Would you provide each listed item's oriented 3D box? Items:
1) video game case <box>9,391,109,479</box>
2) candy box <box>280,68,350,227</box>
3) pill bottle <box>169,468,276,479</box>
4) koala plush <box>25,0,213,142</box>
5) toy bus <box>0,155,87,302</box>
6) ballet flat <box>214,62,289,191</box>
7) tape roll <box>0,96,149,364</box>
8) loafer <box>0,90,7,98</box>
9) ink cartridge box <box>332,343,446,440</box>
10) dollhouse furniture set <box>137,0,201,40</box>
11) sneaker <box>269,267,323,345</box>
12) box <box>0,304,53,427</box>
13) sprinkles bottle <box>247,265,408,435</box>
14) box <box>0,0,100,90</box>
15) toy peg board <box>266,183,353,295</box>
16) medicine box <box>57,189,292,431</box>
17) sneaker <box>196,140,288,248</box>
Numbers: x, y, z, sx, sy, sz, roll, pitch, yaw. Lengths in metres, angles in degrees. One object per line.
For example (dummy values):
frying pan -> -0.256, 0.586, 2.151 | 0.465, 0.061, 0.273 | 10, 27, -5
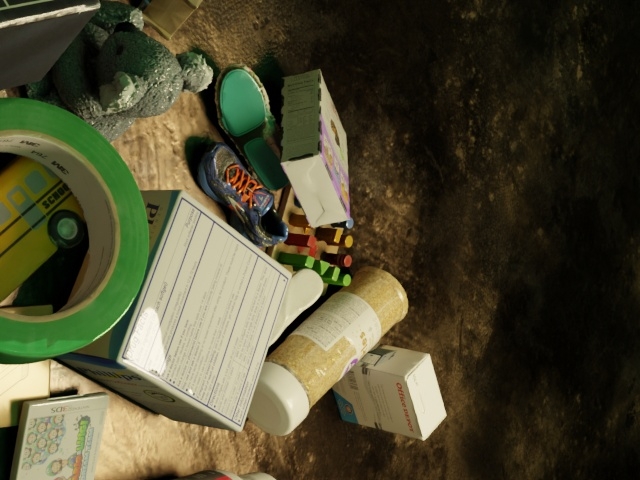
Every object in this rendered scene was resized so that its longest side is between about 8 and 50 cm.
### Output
video game case -> -0.369, 0.295, 1.749 | 0.143, 0.019, 0.157 | -1, 107, -50
candy box -> -0.008, -0.150, 2.011 | 0.165, 0.070, 0.196 | 65, 19, -47
pill bottle -> -0.195, 0.445, 1.875 | 0.318, 0.176, 0.176 | -5, 99, -49
koala plush -> -0.266, -0.217, 1.667 | 0.196, 0.221, 0.203 | -22, 112, -47
toy bus -> -0.415, 0.002, 1.589 | 0.130, 0.108, 0.332 | 53, 54, -16
ballet flat -> -0.111, -0.184, 1.974 | 0.091, 0.077, 0.241 | -20, 123, -1
tape roll -> -0.368, -0.011, 1.511 | 0.321, 0.077, 0.321 | 10, 71, -33
loafer -> -0.428, -0.201, 1.618 | 0.039, 0.045, 0.125 | -42, 122, -47
ink cartridge box -> 0.114, 0.262, 2.203 | 0.082, 0.191, 0.139 | -40, 124, -40
dollhouse furniture set -> -0.241, -0.410, 1.777 | 0.184, 0.129, 0.129 | 36, 64, -14
sneaker -> -0.090, 0.129, 2.042 | 0.212, 0.094, 0.080 | -33, 87, -21
box -> -0.447, 0.171, 1.660 | 0.201, 0.021, 0.164 | 0, 95, -49
sprinkles bottle -> 0.008, 0.182, 2.123 | 0.355, 0.121, 0.121 | -41, 125, -39
box -> -0.459, -0.308, 1.372 | 0.294, 0.183, 0.296 | -24, 81, -45
toy peg board -> 0.000, 0.000, 2.121 | 0.161, 0.079, 0.160 | 28, 73, -48
medicine box -> -0.210, 0.104, 1.818 | 0.289, 0.149, 0.263 | 39, 61, -45
sneaker -> -0.116, -0.073, 1.968 | 0.083, 0.087, 0.221 | -59, 134, -27
